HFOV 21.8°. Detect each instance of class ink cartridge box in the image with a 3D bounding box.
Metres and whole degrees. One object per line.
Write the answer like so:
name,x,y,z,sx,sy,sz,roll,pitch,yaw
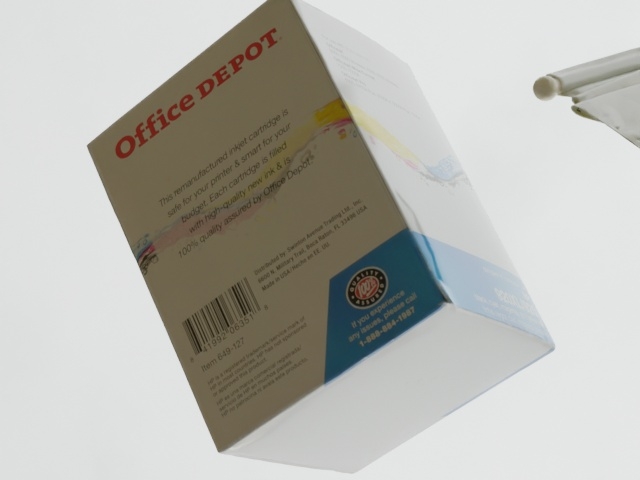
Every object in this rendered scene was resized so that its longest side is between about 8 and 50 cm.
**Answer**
ink cartridge box,0.000,0.000,1.040,0.171,0.168,0.232,-35,-116,20

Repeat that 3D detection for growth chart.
growth chart,0.249,-0.059,1.031,0.237,0.172,0.021,43,-50,38
